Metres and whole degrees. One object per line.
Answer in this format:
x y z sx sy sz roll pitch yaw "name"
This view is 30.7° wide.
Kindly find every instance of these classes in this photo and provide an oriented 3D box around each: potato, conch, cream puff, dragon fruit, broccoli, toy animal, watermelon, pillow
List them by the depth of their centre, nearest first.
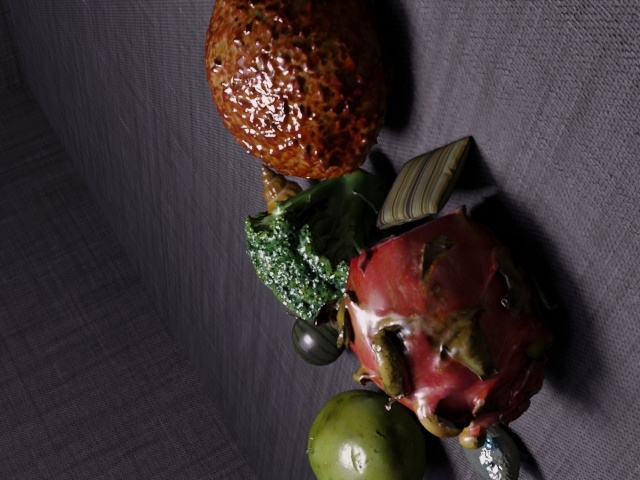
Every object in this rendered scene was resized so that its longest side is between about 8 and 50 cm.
0.157 0.121 1.485 0.250 0.269 0.291 164 83 -81 "dragon fruit"
0.136 -0.072 1.541 0.038 0.113 0.203 28 168 -14 "pillow"
-0.043 -0.235 1.601 0.350 0.228 0.350 55 162 29 "cream puff"
0.021 0.004 1.714 0.269 0.242 0.261 23 178 1 "broccoli"
0.237 0.275 1.778 0.079 0.070 0.253 -54 43 30 "toy animal"
0.003 -0.004 2.011 0.330 0.093 0.109 48 147 -14 "conch"
0.080 0.375 2.092 0.216 0.215 0.304 63 173 2 "potato"
-0.012 0.174 2.213 0.133 0.105 0.105 41 158 6 "watermelon"
